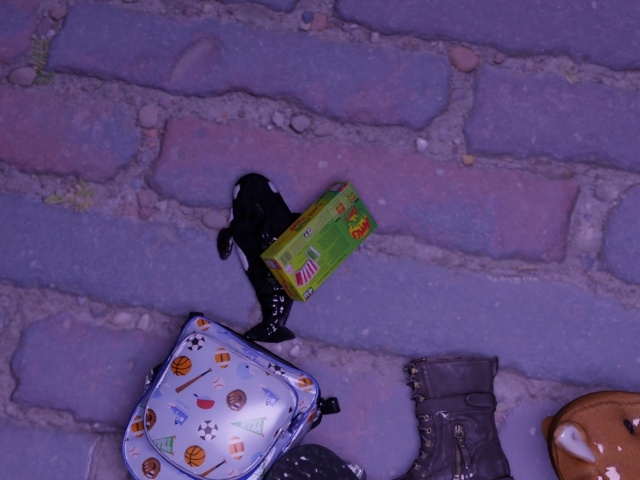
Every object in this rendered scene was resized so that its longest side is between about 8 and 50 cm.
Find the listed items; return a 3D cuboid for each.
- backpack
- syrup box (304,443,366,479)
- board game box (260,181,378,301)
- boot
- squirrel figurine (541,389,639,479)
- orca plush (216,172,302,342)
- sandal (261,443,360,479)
[{"bbox_3d":[-0.151,0.269,1.489,0.277,0.213,0.263,29,86,12],"label":"backpack"},{"bbox_3d":[-0.022,0.422,1.469,0.093,0.096,0.236,21,74,12],"label":"syrup box"},{"bbox_3d":[0.000,0.000,1.604,0.181,0.043,0.092,-45,117,-23],"label":"board game box"},{"bbox_3d":[0.159,0.288,1.511,0.263,0.091,0.228,-9,68,-9],"label":"boot"},{"bbox_3d":[0.370,0.400,1.323,0.397,0.281,0.370,-31,85,7],"label":"squirrel figurine"},{"bbox_3d":[-0.100,0.014,1.622,0.151,0.102,0.287,4,71,7],"label":"orca plush"},{"bbox_3d":[0.082,0.473,1.378,0.168,0.107,0.445,-29,73,-25],"label":"sandal"}]
